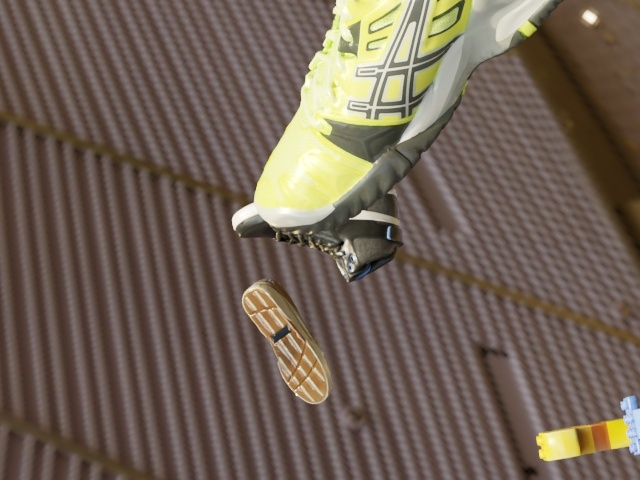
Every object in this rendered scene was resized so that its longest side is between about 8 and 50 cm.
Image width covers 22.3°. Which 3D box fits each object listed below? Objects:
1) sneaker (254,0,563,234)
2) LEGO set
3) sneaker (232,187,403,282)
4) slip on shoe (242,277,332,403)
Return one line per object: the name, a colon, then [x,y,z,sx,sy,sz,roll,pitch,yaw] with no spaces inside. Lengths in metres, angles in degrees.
sneaker: [0.053,-0.170,1.362,0.147,0.385,0.145,29,-157,-27]
LEGO set: [0.201,0.154,1.102,0.093,0.227,0.087,-10,-100,-1]
sneaker: [0.000,0.000,2.089,0.216,0.079,0.121,-11,-107,0]
slip on shoe: [-0.028,0.098,1.622,0.135,0.051,0.041,55,-151,-3]
